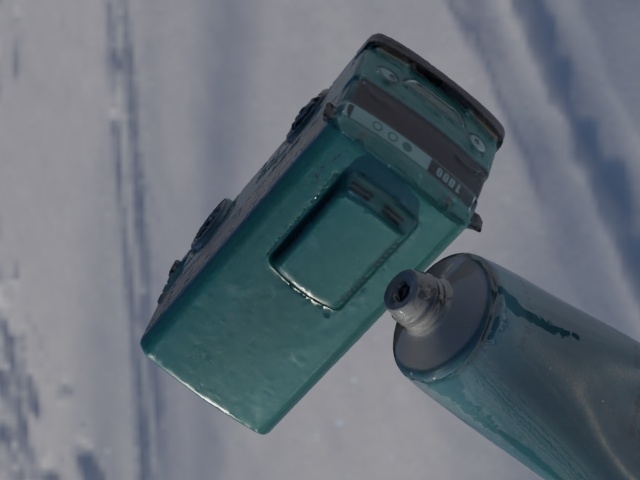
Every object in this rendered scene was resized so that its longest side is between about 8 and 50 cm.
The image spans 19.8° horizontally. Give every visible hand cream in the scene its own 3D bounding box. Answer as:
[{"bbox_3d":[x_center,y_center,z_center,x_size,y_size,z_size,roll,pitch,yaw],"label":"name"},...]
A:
[{"bbox_3d":[0.105,0.069,0.679,0.048,0.224,0.083,-11,55,47],"label":"hand cream"}]

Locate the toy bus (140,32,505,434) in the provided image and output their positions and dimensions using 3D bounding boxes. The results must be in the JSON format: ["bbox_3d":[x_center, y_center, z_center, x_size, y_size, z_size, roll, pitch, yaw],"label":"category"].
[{"bbox_3d":[0.000,0.000,0.775,0.160,0.079,0.091,-47,12,30],"label":"toy bus"}]
